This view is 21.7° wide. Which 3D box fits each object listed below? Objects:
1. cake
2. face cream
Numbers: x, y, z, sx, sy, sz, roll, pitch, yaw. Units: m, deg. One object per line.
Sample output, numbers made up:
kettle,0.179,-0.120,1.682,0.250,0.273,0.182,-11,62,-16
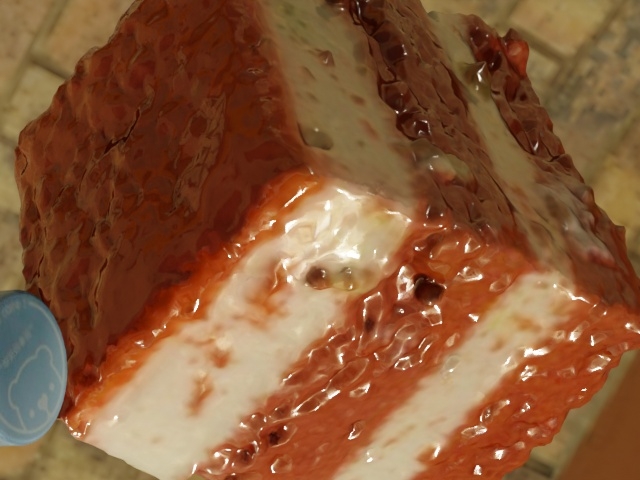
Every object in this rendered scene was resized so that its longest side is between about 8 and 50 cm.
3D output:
cake,0.000,0.000,1.049,0.270,0.319,0.269,-48,-139,28
face cream,-0.250,0.069,0.840,0.250,0.077,0.077,-5,-122,27
